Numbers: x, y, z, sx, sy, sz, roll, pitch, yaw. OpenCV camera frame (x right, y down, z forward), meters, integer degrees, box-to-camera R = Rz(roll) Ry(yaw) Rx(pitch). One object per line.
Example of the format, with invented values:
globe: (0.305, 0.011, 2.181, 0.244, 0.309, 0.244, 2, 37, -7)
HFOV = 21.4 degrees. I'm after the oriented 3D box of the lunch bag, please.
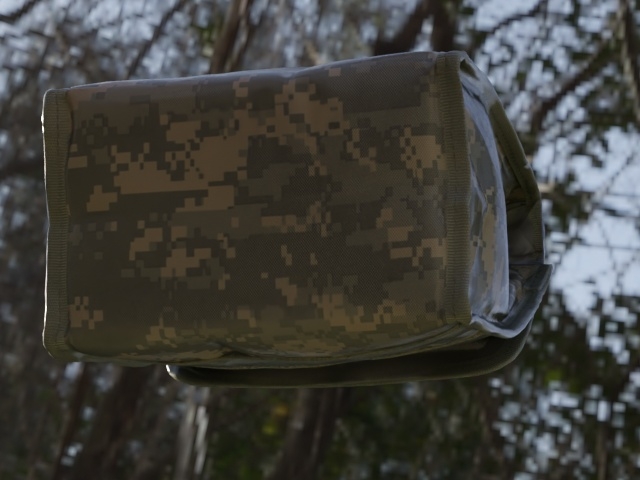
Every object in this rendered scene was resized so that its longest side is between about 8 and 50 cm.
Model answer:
lunch bag: (0.000, 0.000, 0.983, 0.235, 0.168, 0.287, -4, -7, 16)
